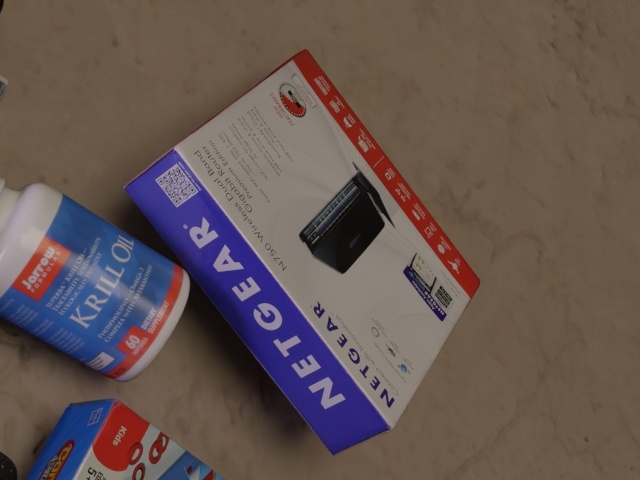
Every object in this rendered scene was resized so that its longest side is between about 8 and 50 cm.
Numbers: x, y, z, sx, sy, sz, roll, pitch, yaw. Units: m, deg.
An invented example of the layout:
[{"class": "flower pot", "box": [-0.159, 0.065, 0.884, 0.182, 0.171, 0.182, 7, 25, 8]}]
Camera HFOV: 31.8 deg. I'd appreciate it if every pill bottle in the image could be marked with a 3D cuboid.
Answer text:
[{"class": "pill bottle", "box": [-0.240, 0.025, 1.012, 0.221, 0.124, 0.124, 33, 58, -21]}]

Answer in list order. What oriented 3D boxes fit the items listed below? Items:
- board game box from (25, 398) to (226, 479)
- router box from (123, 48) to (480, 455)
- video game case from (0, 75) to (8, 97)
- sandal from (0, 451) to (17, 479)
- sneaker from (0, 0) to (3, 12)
[{"class": "board game box", "box": [-0.152, 0.344, 0.950, 0.302, 0.086, 0.308, 42, 54, -27]}, {"class": "router box", "box": [0.000, 0.000, 1.160, 0.335, 0.082, 0.301, 52, 35, -8]}, {"class": "video game case", "box": [-0.405, -0.130, 1.019, 0.190, 0.022, 0.173, 33, 58, -20]}, {"class": "sandal", "box": [-0.338, 0.173, 0.950, 0.179, 0.040, 0.067, 45, 58, -31]}, {"class": "sneaker", "box": [-0.365, -0.278, 1.065, 0.178, 0.077, 0.072, 42, 54, -15]}]
